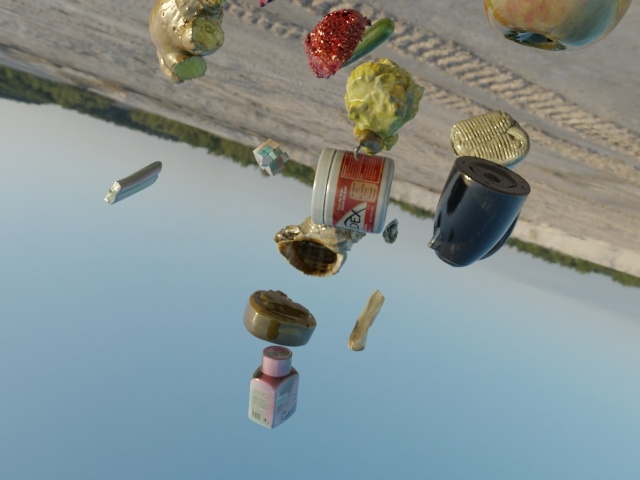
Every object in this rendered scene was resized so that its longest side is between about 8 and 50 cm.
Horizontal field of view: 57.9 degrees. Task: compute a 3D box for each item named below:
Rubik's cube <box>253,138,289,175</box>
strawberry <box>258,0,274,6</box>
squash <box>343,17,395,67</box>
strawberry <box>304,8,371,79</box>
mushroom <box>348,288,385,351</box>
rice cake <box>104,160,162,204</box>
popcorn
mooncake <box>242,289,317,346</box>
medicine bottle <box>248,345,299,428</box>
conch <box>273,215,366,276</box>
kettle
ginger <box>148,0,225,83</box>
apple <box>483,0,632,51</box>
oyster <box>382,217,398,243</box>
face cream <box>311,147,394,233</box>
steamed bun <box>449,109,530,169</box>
[{"bbox_3d":[-0.121,-0.210,1.493,0.073,0.075,0.084,34,175,37],"label":"Rubik's cube"},{"bbox_3d":[-0.072,-0.641,1.274,0.178,0.234,0.234,55,170,-24],"label":"strawberry"},{"bbox_3d":[0.132,-0.612,1.803,0.228,0.066,0.066,-27,163,26],"label":"squash"},{"bbox_3d":[0.029,-0.501,1.447,0.106,0.188,0.286,41,-154,-16],"label":"strawberry"},{"bbox_3d":[0.143,0.246,1.775,0.059,0.202,0.054,18,167,33],"label":"mushroom"},{"bbox_3d":[-0.546,-0.173,1.711,0.042,0.080,0.222,41,-149,0],"label":"rice cake"},{"bbox_3d":[0.125,-0.298,1.292,0.168,0.195,0.174,23,-145,-8],"label":"popcorn"},{"bbox_3d":[-0.137,0.238,1.812,0.234,0.117,0.235,24,-170,-5],"label":"mooncake"},{"bbox_3d":[-0.119,0.376,1.509,0.094,0.188,0.119,15,-161,30],"label":"medicine bottle"},{"bbox_3d":[0.009,-0.008,1.869,0.291,0.210,0.159,1,-150,23],"label":"conch"},{"bbox_3d":[0.433,-0.054,1.573,0.268,0.290,0.207,1,-147,-27],"label":"kettle"},{"bbox_3d":[-0.217,-0.357,0.947,0.102,0.157,0.216,0,169,-39],"label":"ginger"},{"bbox_3d":[0.425,-0.466,1.025,0.256,0.234,0.257,12,-165,-3],"label":"apple"},{"bbox_3d":[0.222,-0.035,1.828,0.037,0.100,0.098,22,-131,23],"label":"oyster"},{"bbox_3d":[0.086,-0.127,1.489,0.187,0.201,0.201,10,-174,6],"label":"face cream"},{"bbox_3d":[0.523,-0.281,1.783,0.217,0.211,0.144,-23,153,10],"label":"steamed bun"}]
